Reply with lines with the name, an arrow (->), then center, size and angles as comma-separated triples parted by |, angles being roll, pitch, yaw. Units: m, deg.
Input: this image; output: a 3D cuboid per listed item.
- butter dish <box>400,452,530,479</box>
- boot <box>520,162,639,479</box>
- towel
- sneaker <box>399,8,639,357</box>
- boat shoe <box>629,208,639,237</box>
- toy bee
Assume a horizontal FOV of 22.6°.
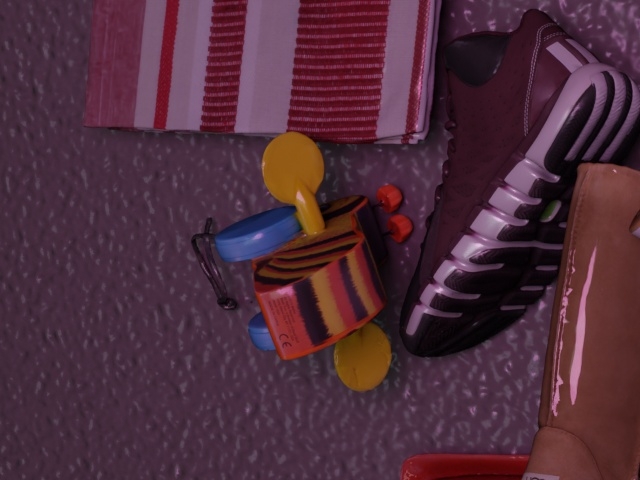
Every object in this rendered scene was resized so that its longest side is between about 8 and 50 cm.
butter dish -> 0.120, 0.251, 1.229 | 0.160, 0.118, 0.160 | -3, 94, 28
boot -> 0.237, 0.109, 1.150 | 0.089, 0.236, 0.269 | 3, 73, 41
towel -> -0.047, -0.199, 1.289 | 0.329, 0.037, 0.237 | 5, 90, 31
sneaker -> 0.124, -0.053, 1.226 | 0.281, 0.106, 0.162 | -57, 47, 29
boat shoe -> 0.332, -0.069, 1.061 | 0.277, 0.098, 0.096 | -38, 89, -4
toy bee -> 0.000, 0.000, 1.233 | 0.162, 0.298, 0.195 | -23, 124, -9
